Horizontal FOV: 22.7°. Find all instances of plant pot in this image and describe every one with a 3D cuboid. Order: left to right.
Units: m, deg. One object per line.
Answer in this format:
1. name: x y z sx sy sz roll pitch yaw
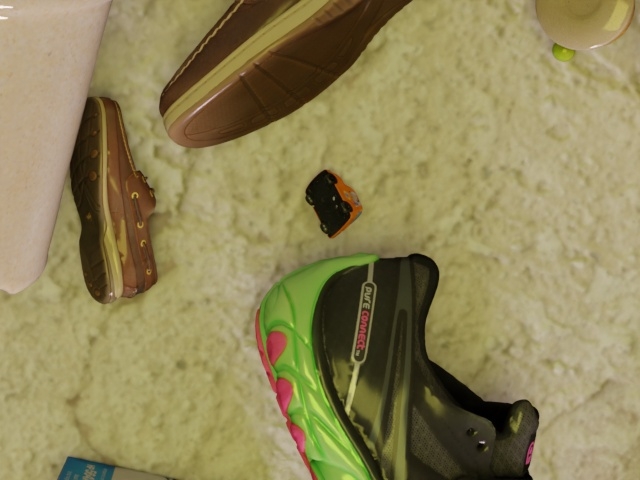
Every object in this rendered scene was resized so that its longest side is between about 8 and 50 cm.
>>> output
1. plant pot: -0.311 -0.127 1.242 0.334 0.334 0.305 9 109 -3

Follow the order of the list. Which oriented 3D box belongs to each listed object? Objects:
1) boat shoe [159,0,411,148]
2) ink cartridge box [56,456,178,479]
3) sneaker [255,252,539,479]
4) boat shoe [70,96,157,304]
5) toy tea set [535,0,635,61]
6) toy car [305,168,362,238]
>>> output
1. boat shoe: -0.013 -0.218 1.332 0.342 0.123 0.123 -42 68 9
2. ink cartridge box: -0.144 0.289 1.398 0.203 0.086 0.148 13 97 -3
3. sneaker: 0.114 0.230 1.353 0.202 0.185 0.483 -24 103 -3
4. boat shoe: -0.175 -0.037 1.370 0.060 0.064 0.178 -10 101 -32
5. toy tea set: 0.335 -0.275 1.345 0.200 0.124 0.336 31 100 24
6. toy car: 0.000 0.000 1.399 0.040 0.060 0.122 3 123 -45
